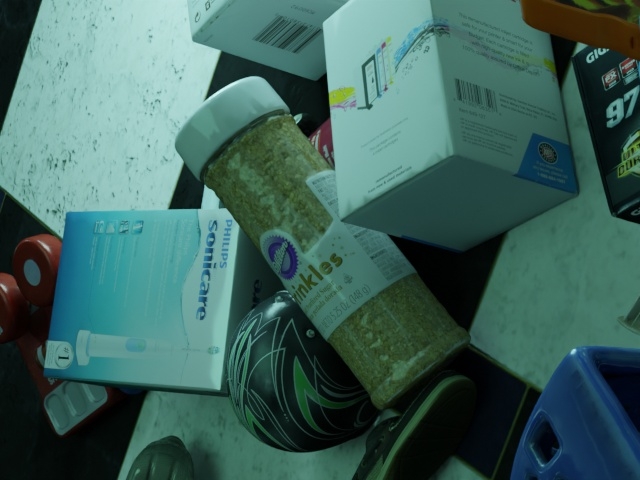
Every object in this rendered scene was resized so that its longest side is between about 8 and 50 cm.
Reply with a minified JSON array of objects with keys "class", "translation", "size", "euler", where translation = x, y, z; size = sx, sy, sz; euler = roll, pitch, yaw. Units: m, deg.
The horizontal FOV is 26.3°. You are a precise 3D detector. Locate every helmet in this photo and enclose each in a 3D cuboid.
[{"class":"helmet","translation":[-0.024,0.143,1.475],"size":[0.169,0.162,0.169],"euler":[-21,63,49]}]

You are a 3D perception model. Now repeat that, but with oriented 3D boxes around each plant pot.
[{"class":"plant pot","translation":[0.262,0.234,1.011],"size":[0.212,0.236,0.236],"euler":[-58,40,33]}]

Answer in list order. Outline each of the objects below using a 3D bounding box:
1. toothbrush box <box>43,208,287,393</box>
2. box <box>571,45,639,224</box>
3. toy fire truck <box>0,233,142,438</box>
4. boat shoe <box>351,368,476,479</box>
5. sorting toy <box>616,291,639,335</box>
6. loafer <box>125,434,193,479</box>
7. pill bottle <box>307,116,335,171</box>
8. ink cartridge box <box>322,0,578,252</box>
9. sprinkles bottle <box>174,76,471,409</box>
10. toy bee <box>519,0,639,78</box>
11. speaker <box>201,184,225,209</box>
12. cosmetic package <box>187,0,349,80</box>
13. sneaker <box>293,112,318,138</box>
[{"class":"toothbrush box","translation":[-0.183,0.077,1.680],"size":[0.296,0.126,0.216],"euler":[-1,78,37]},{"class":"box","translation":[0.329,-0.137,1.181],"size":[0.220,0.051,0.175],"euler":[-34,54,43]},{"class":"toy fire truck","translation":[-0.335,0.121,1.932],"size":[0.302,0.169,0.254],"euler":[-35,79,41]},{"class":"boat shoe","translation":[0.079,0.213,1.385],"size":[0.073,0.080,0.223],"euler":[49,123,42]},{"class":"sorting toy","translation":[0.308,0.056,1.162],"size":[0.075,0.045,0.083],"euler":[46,116,41]},{"class":"loafer","translation":[-0.231,0.399,1.741],"size":[0.111,0.112,0.319],"euler":[-73,5,-75]},{"class":"pill bottle","translation":[0.019,-0.064,1.517],"size":[0.221,0.121,0.121],"euler":[-39,50,40]},{"class":"ink cartridge box","translation":[0.122,-0.136,1.357],"size":[0.168,0.171,0.232],"euler":[-30,56,45]},{"class":"sprinkles bottle","translation":[0.000,0.000,1.393],"size":[0.355,0.121,0.121],"euler":[51,126,12]},{"class":"toy bee","translation":[0.314,-0.176,1.066],"size":[0.162,0.298,0.195],"euler":[-53,-2,-12]},{"class":"speaker","translation":[-0.120,-0.087,1.769],"size":[0.055,0.055,0.136],"euler":[-3,77,53]},{"class":"cosmetic package","translation":[-0.061,-0.401,1.668],"size":[0.155,0.197,0.365],"euler":[-35,54,43]},{"class":"sneaker","translation":[-0.062,-0.099,1.691],"size":[0.075,0.057,0.161],"euler":[51,123,41]}]
